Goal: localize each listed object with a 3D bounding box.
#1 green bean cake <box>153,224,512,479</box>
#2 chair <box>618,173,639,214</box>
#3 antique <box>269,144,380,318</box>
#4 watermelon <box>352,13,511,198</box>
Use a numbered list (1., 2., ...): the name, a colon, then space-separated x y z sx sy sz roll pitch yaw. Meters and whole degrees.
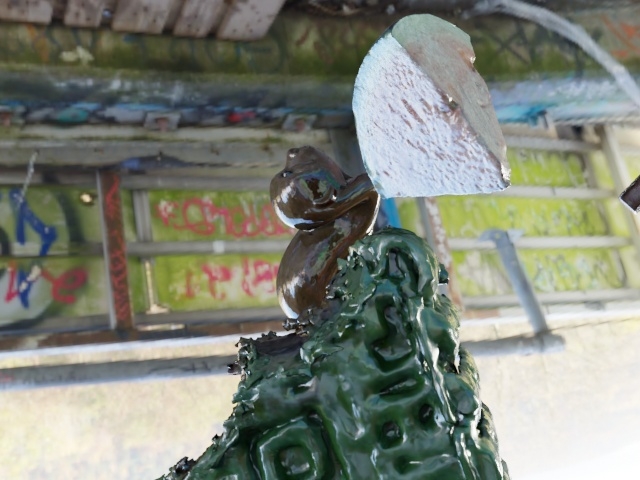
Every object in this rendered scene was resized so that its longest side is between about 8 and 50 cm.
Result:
1. green bean cake: -0.007 0.111 0.463 0.208 0.193 0.107 -20 -175 8
2. chair: 0.380 -0.106 0.555 0.326 0.175 0.183 -48 165 9
3. antique: 0.000 0.000 1.115 0.143 0.256 0.121 -19 -154 -31
4. watermelon: 0.091 -0.110 0.823 0.136 0.202 0.207 7 122 -17
